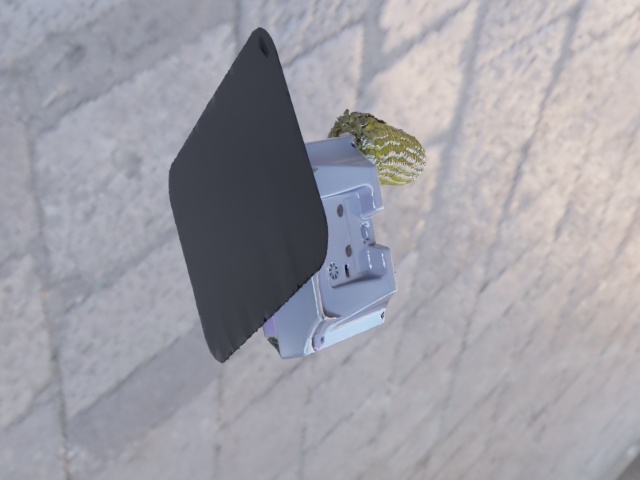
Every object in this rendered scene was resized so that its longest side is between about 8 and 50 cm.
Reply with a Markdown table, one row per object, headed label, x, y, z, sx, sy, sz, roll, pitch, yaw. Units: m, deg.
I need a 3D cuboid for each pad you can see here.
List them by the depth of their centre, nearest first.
| label | x | y | z | sx | sy | sz | roll | pitch | yaw |
| --- | --- | --- | --- | --- | --- | --- | --- | --- | --- |
| pad | -0.052 | -0.005 | 1.343 | 0.063 | 0.315 | 0.375 | -7 | 162 | -25 |

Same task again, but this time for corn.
| label | x | y | z | sx | sy | sz | roll | pitch | yaw |
| --- | --- | --- | --- | --- | --- | --- | --- | --- | --- |
| corn | 0.100 | -0.146 | 2.216 | 0.115 | 0.115 | 0.318 | -54 | 157 | 12 |

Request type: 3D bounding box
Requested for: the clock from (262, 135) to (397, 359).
| label | x | y | z | sx | sy | sz | roll | pitch | yaw |
| --- | --- | --- | --- | --- | --- | --- | --- | --- | --- |
| clock | 0.000 | 0.000 | 1.528 | 0.186 | 0.083 | 0.253 | -17 | 98 | -56 |
